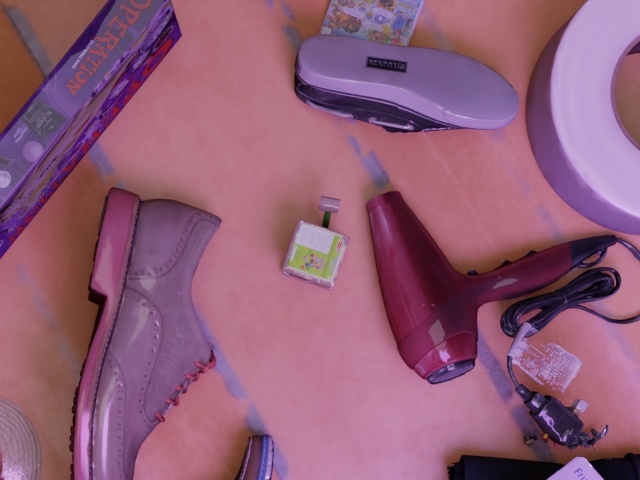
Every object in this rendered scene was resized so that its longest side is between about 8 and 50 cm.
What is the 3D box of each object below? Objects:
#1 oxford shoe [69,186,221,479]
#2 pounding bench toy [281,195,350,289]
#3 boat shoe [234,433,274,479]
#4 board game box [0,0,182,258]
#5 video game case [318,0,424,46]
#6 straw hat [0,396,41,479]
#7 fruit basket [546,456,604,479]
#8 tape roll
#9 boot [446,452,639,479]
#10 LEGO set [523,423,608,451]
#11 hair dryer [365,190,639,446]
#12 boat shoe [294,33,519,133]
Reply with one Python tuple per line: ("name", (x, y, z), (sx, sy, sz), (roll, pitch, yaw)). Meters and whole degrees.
("oxford shoe", (-0.165, 0.129, 1.823), (0.130, 0.123, 0.348), (8, 88, -7))
("pounding bench toy", (0.000, 0.000, 1.860), (0.052, 0.065, 0.083), (19, 87, 0))
("boat shoe", (-0.092, 0.269, 1.843), (0.066, 0.066, 0.183), (16, 87, 0))
("board game box", (-0.256, -0.087, 1.786), (0.056, 0.208, 0.347), (39, 87, -3))
("video game case", (0.058, -0.240, 1.902), (0.087, 0.011, 0.122), (20, 86, -1))
("straw hat", (-0.337, 0.216, 1.840), (0.144, 0.061, 0.144), (0, 87, -3))
("fruit basket", (0.206, 0.420, 1.723), (0.353, 0.165, 0.327), (-42, 86, 25))
("tape roll", (0.325, -0.129, 1.826), (0.246, 0.169, 0.246), (0, 87, -2))
("boot", (0.224, 0.322, 1.836), (0.207, 0.094, 0.246), (-3, 84, -3))
("LEGO set", (0.238, 0.195, 1.867), (0.083, 0.054, 0.023), (-12, 81, 28))
("hair dryer", (0.163, 0.051, 1.872), (0.293, 0.080, 0.223), (32, 63, -1))
("boat shoe", (0.082, -0.143, 1.870), (0.219, 0.070, 0.077), (15, 53, 4))
